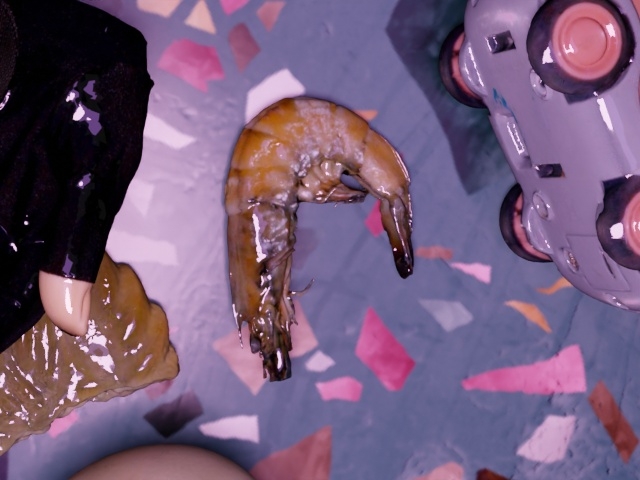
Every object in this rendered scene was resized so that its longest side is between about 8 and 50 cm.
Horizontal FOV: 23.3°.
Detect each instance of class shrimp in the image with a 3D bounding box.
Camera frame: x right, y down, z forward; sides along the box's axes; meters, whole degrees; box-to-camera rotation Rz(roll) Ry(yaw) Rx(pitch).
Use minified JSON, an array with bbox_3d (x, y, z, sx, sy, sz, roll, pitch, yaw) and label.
[{"bbox_3d":[0.000,0.000,1.182,0.150,0.051,0.217,2,92,-16],"label":"shrimp"}]

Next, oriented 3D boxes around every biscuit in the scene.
[{"bbox_3d":[-0.259,0.077,1.155,0.273,0.036,0.187,-28,94,-4],"label":"biscuit"}]

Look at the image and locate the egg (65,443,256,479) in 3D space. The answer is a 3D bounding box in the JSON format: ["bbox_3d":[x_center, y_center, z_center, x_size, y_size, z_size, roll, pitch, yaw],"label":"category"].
[{"bbox_3d":[-0.139,0.260,1.116,0.188,0.188,0.253,44,97,-10],"label":"egg"}]

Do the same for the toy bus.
[{"bbox_3d":[0.238,-0.104,1.146,0.232,0.194,0.288,-28,99,-17],"label":"toy bus"}]

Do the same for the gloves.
[{"bbox_3d":[-0.214,-0.032,1.073,0.197,0.152,0.301,20,64,24],"label":"gloves"}]
